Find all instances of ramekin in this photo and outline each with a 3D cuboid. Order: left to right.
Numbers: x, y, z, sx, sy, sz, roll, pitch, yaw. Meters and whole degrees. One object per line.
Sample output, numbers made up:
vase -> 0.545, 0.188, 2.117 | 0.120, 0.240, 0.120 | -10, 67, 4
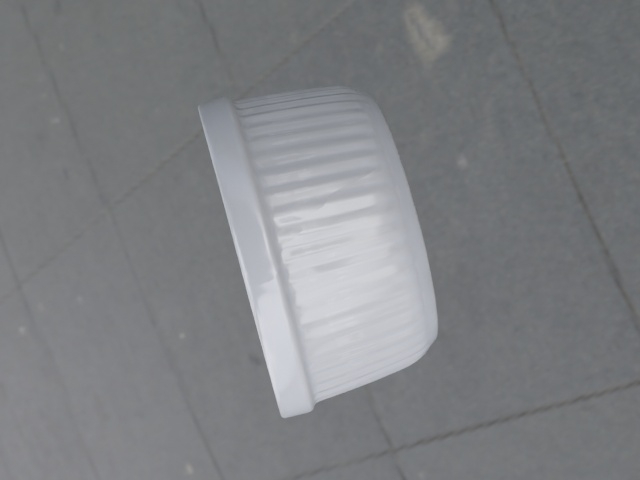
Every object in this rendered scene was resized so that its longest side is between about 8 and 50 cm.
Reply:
ramekin -> 0.000, 0.000, 0.865 | 0.207, 0.109, 0.207 | 165, 90, -86
